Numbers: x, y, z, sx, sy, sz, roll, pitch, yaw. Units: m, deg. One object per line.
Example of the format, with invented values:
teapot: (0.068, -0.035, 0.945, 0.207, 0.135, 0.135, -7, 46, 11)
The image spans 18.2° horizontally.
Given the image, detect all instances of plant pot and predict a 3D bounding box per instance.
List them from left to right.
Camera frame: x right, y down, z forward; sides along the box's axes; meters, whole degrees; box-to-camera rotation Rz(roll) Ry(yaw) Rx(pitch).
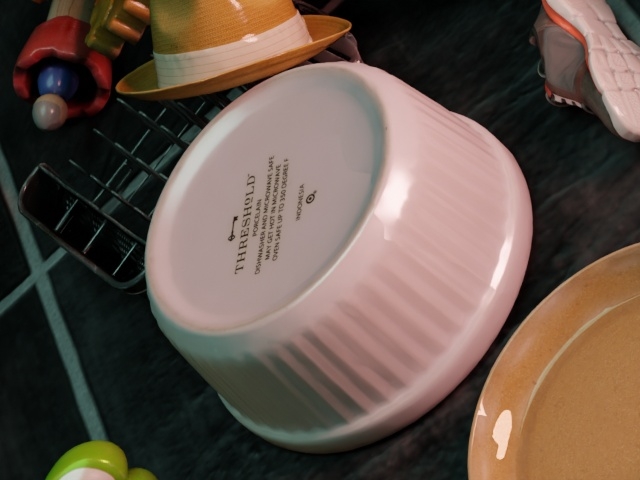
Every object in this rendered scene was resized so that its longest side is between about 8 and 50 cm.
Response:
plant pot: (0.193, 0.106, 1.178, 0.236, 0.032, 0.236, -24, 46, 28)

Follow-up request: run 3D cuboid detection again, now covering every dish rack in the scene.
dish rack: (-0.096, -0.084, 1.566, 0.271, 0.074, 0.208, -53, 41, -4)

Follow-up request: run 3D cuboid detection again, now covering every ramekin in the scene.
ramekin: (0.000, 0.000, 1.367, 0.273, 0.127, 0.273, -24, 46, 28)

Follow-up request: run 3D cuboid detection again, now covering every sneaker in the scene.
sneaker: (0.184, -0.108, 1.349, 0.065, 0.061, 0.158, -61, 31, 33)

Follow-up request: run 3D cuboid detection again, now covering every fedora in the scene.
fedora: (-0.072, -0.162, 1.462, 0.194, 0.079, 0.194, -15, 15, 4)

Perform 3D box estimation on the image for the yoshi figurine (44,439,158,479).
yoshi figurine: (-0.227, 0.295, 1.322, 0.203, 0.203, 0.362, 31, 81, 34)

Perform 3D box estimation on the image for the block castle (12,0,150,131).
block castle: (-0.219, -0.302, 1.586, 0.453, 0.303, 0.213, -49, 25, 44)
